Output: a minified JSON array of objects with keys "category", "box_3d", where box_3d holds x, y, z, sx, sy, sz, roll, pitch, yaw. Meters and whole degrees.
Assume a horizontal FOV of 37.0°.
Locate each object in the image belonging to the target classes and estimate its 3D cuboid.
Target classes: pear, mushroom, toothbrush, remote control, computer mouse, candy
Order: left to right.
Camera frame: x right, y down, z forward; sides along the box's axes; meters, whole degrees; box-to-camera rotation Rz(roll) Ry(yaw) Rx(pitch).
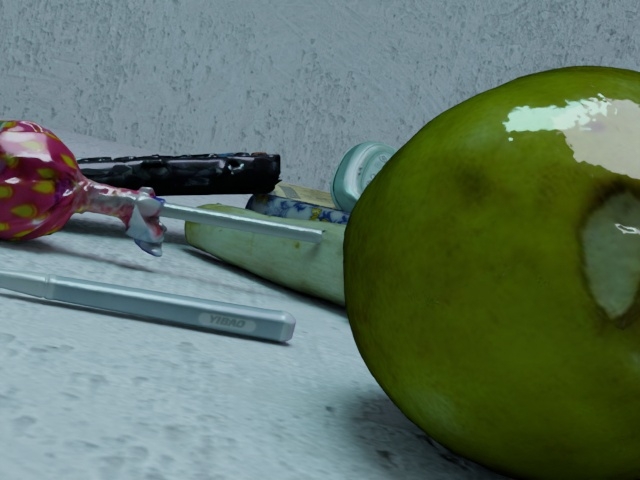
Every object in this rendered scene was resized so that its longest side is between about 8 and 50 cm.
[{"category":"toothbrush","box_3d":[-0.181,0.039,0.723,0.342,0.025,0.030,11,13,-19]},{"category":"remote control","box_3d":[-0.232,-0.071,1.140,0.398,0.062,0.144,-6,7,-36]},{"category":"candy","box_3d":[-0.177,-0.037,0.944,0.365,0.124,0.124,10,7,-9]},{"category":"mushroom","box_3d":[-0.019,0.015,1.047,0.107,0.087,0.333,6,8,-45]},{"category":"computer mouse","box_3d":[0.139,-0.014,1.282,0.288,0.097,0.159,28,47,-4]},{"category":"pear","box_3d":[0.146,0.019,0.580,0.269,0.269,0.321,11,-6,-22]}]

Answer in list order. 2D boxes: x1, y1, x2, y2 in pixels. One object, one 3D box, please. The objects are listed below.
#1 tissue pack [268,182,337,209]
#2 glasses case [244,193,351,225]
[{"category":"tissue pack","box_3d":[0.015,-0.019,1.390,0.222,0.090,0.186,10,9,-18]},{"category":"glasses case","box_3d":[0.000,0.000,1.198,0.248,0.087,0.065,14,10,36]}]
